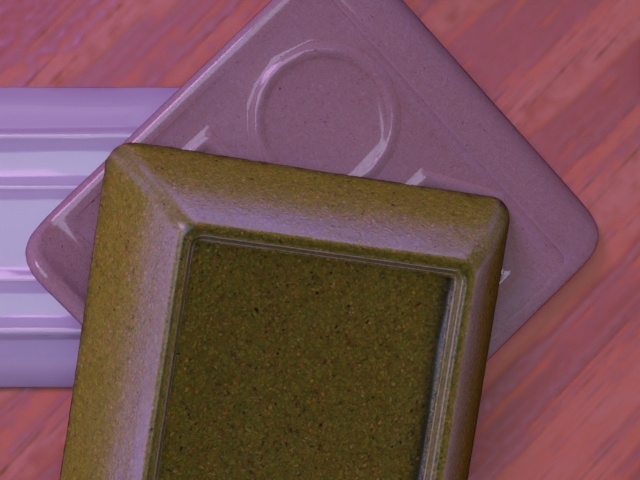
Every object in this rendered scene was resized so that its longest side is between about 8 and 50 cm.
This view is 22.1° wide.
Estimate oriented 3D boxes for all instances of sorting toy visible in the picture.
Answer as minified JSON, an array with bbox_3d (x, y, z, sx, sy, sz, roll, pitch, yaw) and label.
[{"bbox_3d":[0.000,0.000,0.755,0.208,0.038,0.193,-45,104,-7],"label":"sorting toy"}]

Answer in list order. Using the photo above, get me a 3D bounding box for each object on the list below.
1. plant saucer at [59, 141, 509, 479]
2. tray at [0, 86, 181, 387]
[{"bbox_3d":[-0.010,0.063,0.713,0.188,0.045,0.188,8,93,-16],"label":"plant saucer"},{"bbox_3d":[-0.180,-0.002,0.772,0.270,0.030,0.145,0,87,-1],"label":"tray"}]
